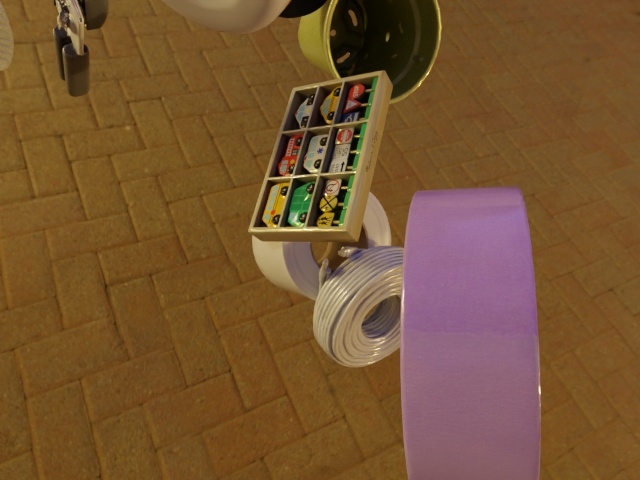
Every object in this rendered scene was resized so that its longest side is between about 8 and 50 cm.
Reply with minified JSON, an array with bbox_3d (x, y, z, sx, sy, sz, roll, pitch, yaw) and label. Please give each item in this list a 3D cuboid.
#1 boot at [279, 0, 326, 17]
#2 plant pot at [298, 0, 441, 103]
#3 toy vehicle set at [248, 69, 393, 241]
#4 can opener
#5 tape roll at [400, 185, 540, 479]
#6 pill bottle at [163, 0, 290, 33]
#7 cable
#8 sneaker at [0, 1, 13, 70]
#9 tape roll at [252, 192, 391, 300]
[{"bbox_3d":[-0.047,-0.576,1.035,0.263,0.091,0.229,-38,46,-10],"label":"boot"},{"bbox_3d":[0.080,-0.461,1.086,0.276,0.275,0.254,-9,26,-24],"label":"plant pot"},{"bbox_3d":[0.003,-0.123,0.719,0.166,0.035,0.266,-1,64,32],"label":"toy vehicle set"},{"bbox_3d":[-0.442,-0.359,0.899,0.093,0.280,0.074,-24,88,-32],"label":"can opener"},{"bbox_3d":[0.135,0.090,0.442,0.090,0.274,0.274,-1,48,17],"label":"tape roll"},{"bbox_3d":[-0.030,-0.303,0.364,0.152,0.152,0.271,27,71,4],"label":"pill bottle"},{"bbox_3d":[0.105,0.128,0.945,0.257,0.256,0.089,-9,34,-33],"label":"cable"},{"bbox_3d":[-0.564,-0.397,0.655,0.150,0.365,0.135,3,48,-6],"label":"sneaker"},{"bbox_3d":[0.000,0.000,1.009,0.246,0.169,0.245,-1,93,-27],"label":"tape roll"}]
